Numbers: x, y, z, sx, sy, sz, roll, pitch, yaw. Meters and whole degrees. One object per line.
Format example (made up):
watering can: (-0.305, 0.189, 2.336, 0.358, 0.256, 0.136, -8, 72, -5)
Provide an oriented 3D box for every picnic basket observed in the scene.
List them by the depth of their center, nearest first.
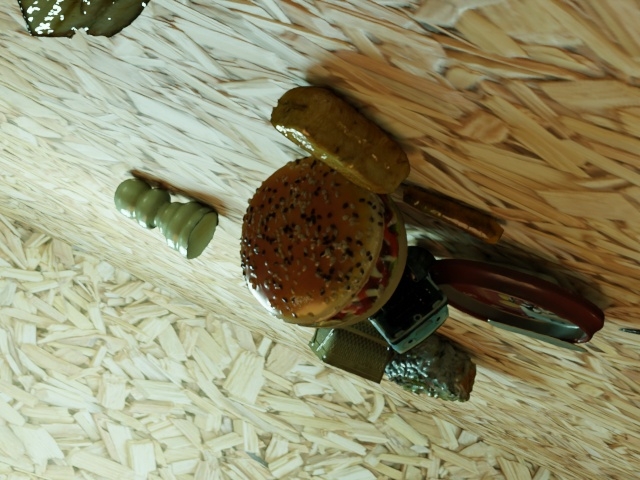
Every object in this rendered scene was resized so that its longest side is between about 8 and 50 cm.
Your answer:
picnic basket: (0.082, 0.239, 2.551, 0.165, 0.139, 0.266, 22, -179, -10)

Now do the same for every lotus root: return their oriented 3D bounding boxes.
lotus root: (-0.309, -0.354, 1.271, 0.210, 0.142, 0.314, -9, 174, -23)

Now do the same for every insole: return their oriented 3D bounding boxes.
insole: (0.393, 0.174, 1.904, 0.188, 0.004, 0.064, 16, 166, 21)

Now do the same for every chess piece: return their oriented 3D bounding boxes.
chess piece: (-0.369, -0.066, 2.431, 0.243, 0.133, 0.133, 29, 167, 16)

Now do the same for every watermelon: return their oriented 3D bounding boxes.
watermelon: (0.172, 0.061, 1.974, 0.105, 0.105, 0.133, 24, -178, 4)

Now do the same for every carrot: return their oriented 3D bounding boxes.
carrot: (0.209, -0.043, 1.663, 0.170, 0.042, 0.042, 24, 166, 12)

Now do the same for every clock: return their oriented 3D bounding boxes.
clock: (0.342, 0.095, 1.838, 0.318, 0.080, 0.318, 20, 167, 5)

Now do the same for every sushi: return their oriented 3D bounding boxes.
sushi: (0.264, 0.316, 2.643, 0.274, 0.139, 0.184, 2, 152, 44)

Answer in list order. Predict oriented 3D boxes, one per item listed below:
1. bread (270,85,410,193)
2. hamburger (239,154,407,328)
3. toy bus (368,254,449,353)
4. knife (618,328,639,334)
bread: (0.032, -0.144, 1.509, 0.211, 0.083, 0.114, 35, 168, -34)
hamburger: (0.000, 0.000, 1.696, 0.300, 0.300, 0.176, 15, 176, 35)
toy bus: (0.108, 0.074, 1.831, 0.271, 0.133, 0.165, 50, 176, 31)
knife: (0.589, 0.169, 1.827, 0.023, 0.010, 0.170, 34, 165, -32)
